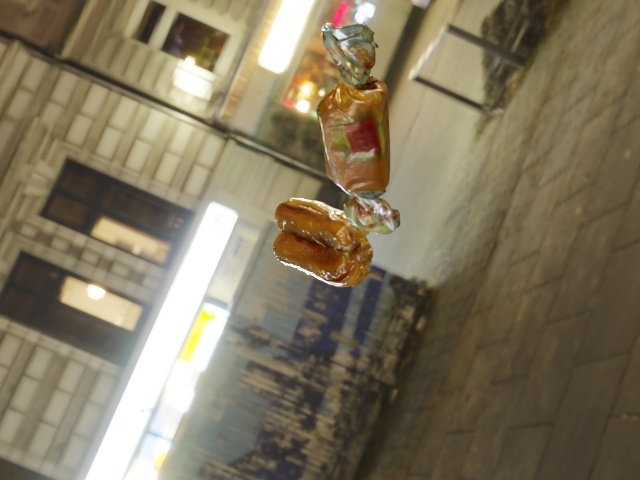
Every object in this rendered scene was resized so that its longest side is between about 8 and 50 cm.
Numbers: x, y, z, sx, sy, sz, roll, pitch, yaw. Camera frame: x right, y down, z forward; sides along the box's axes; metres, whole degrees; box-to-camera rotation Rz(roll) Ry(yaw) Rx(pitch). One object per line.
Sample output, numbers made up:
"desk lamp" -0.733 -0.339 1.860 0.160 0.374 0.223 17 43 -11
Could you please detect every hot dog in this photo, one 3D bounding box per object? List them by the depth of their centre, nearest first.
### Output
"hot dog" 0.000 0.000 0.933 0.165 0.045 0.071 19 105 63

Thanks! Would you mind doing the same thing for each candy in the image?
"candy" 0.027 -0.080 0.707 0.046 0.053 0.182 -72 -20 -46
